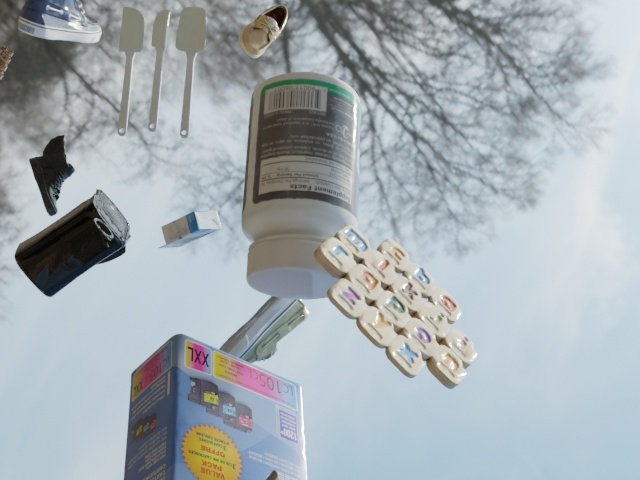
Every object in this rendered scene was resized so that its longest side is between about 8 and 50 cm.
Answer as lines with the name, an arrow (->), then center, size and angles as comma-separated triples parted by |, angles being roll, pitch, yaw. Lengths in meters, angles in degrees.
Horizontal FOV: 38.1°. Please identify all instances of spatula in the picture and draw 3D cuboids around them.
spatula -> -0.294, -0.308, 1.694 | 0.019, 0.168, 0.242 | 26, 68, -81

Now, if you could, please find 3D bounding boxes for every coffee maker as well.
coffee maker -> -0.439, 0.006, 1.624 | 0.178, 0.120, 0.171 | -35, 178, 6

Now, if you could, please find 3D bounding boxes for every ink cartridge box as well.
ink cartridge box -> -0.184, -0.015, 1.280 | 0.083, 0.028, 0.048 | -22, 169, 34
ink cartridge box -> -0.161, 0.377, 1.464 | 0.151, 0.270, 0.395 | -42, -145, 32

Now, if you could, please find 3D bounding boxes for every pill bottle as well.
pill bottle -> -0.034, -0.092, 1.622 | 0.204, 0.204, 0.361 | -18, -119, 43

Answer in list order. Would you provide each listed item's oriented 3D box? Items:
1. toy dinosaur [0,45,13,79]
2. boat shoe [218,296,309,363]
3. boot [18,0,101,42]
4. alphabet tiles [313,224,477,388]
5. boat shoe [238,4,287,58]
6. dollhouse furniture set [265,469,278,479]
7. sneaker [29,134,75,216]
toy dinosaur -> -0.628, -0.209, 1.572 | 0.322, 0.164, 0.218 | -27, -121, 2
boat shoe -> -0.136, 0.225, 2.109 | 0.302, 0.094, 0.109 | -45, -171, -26
boot -> -0.378, -0.349, 1.394 | 0.190, 0.069, 0.086 | -41, 153, -72
alphabet tiles -> 0.115, 0.096, 1.385 | 0.021, 0.284, 0.278 | -48, 175, 28
boat shoe -> -0.111, -0.426, 1.857 | 0.059, 0.063, 0.170 | -35, -158, 38
dollhouse furniture set -> -0.039, 0.486, 1.263 | 0.212, 0.161, 0.242 | 27, -126, 18
sneaker -> -0.562, -0.138, 1.974 | 0.089, 0.170, 0.051 | -19, 160, -17
